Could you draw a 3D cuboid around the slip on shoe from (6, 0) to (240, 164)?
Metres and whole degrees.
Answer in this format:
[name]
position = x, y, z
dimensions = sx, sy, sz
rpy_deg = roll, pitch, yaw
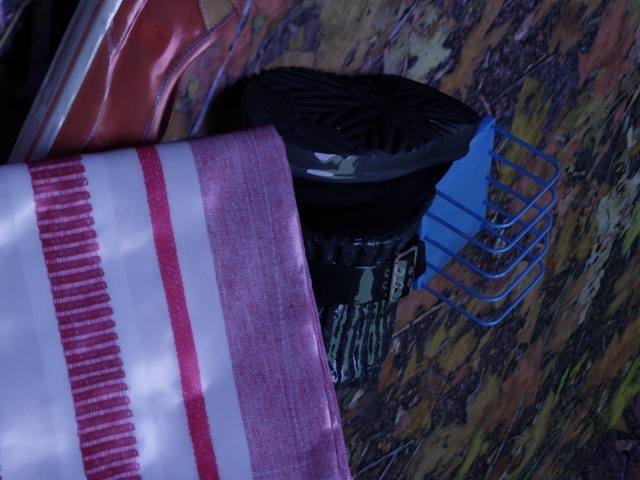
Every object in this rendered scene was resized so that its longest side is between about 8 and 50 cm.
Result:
[slip on shoe]
position = -0.149, -0.031, 1.124
dimensions = 0.123, 0.101, 0.331
rpy_deg = -84, -161, -76

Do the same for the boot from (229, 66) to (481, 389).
[boot]
position = 0.004, 0.002, 1.452
dimensions = 0.348, 0.131, 0.260
rpy_deg = -7, 126, -60

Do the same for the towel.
[towel]
position = -0.150, 0.068, 1.022
dimensions = 0.329, 0.237, 0.037
rpy_deg = -10, 175, -24

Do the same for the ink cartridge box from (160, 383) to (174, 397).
[ink cartridge box]
position = -0.141, 0.091, 1.105
dimensions = 0.143, 0.090, 0.092
rpy_deg = -45, 170, -23

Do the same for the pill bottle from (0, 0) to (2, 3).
[pill bottle]
position = -0.218, -0.149, 0.824
dimensions = 0.272, 0.152, 0.152
rpy_deg = -56, 156, -1

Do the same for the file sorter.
[file sorter]
position = 0.170, -0.016, 1.778
dimensions = 0.118, 0.104, 0.170
rpy_deg = -44, 152, -29
